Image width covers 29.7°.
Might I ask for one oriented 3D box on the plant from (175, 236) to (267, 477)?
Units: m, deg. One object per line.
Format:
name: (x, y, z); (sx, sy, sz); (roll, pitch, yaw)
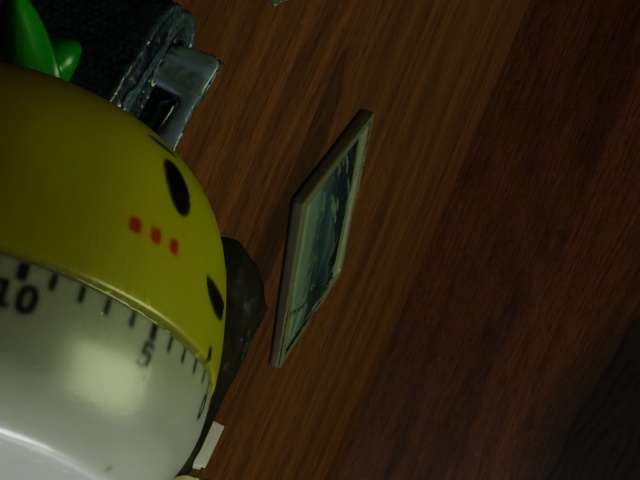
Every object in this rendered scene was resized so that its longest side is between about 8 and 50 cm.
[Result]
plant: (-0.167, 0.110, 0.925); (0.276, 0.199, 0.188); (-59, 169, -30)

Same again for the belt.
belt: (-0.157, -0.076, 0.807); (0.218, 0.128, 0.122); (-63, 172, -17)

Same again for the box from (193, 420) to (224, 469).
box: (-0.170, 0.163, 1.131); (0.051, 0.130, 0.129); (-64, 166, -9)

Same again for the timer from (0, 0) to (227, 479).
timer: (-0.171, -0.008, 0.631); (0.285, 0.285, 0.285); (22, 90, -77)

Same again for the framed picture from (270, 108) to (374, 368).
framed picture: (0.000, 0.000, 1.791); (0.247, 0.022, 0.335); (-54, 161, -45)

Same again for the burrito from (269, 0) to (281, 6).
burrito: (-0.035, -0.278, 1.159); (0.074, 0.044, 0.118); (-57, 161, -50)

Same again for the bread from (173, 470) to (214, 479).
bread: (-0.169, 0.317, 1.329); (0.264, 0.168, 0.163); (55, 57, -78)
